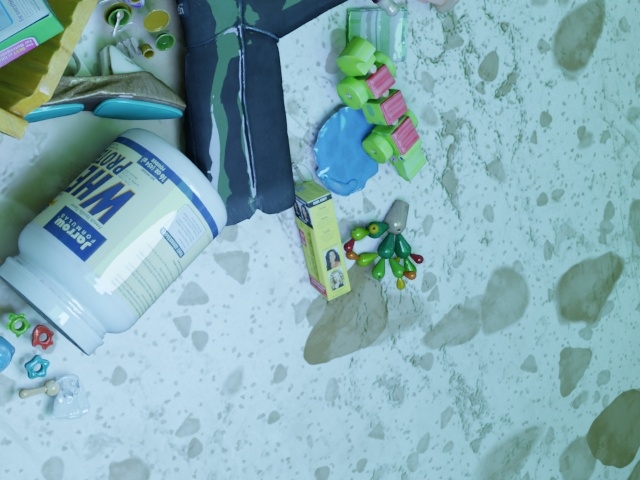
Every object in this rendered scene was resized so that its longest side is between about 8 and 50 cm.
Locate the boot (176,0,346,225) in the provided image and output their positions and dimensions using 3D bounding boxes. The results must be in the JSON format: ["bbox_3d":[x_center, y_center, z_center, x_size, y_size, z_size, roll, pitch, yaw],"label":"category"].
[{"bbox_3d":[-0.080,-0.272,1.599,0.366,0.146,0.446,-11,104,-24],"label":"boot"}]

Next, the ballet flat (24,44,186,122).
[{"bbox_3d":[-0.383,-0.257,1.425,0.342,0.116,0.124,-8,87,-31],"label":"ballet flat"}]

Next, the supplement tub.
[{"bbox_3d":[-0.337,0.002,1.424,0.325,0.235,0.235,-49,124,-18],"label":"supplement tub"}]

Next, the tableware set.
[{"bbox_3d":[-0.296,-0.355,1.438,0.104,0.024,0.154,-26,152,-8],"label":"tableware set"}]

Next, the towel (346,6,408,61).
[{"bbox_3d":[0.118,-0.421,1.792,0.152,0.023,0.113,-11,107,-34],"label":"towel"}]

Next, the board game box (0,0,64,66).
[{"bbox_3d":[-0.532,-0.299,1.119,0.316,0.064,0.242,-31,87,-4],"label":"board game box"}]

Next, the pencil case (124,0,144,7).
[{"bbox_3d":[-0.279,-0.486,1.444,0.086,0.088,0.206,32,82,-28],"label":"pencil case"}]

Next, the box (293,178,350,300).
[{"bbox_3d":[0.000,0.000,1.745,0.058,0.087,0.232,-24,123,-19],"label":"box"}]

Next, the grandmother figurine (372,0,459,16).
[{"bbox_3d":[0.130,-0.546,1.732,0.342,0.104,0.208,10,68,-35],"label":"grandmother figurine"}]

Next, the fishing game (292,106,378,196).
[{"bbox_3d":[0.056,-0.185,1.794,0.264,0.041,0.189,-50,129,-16],"label":"fishing game"}]

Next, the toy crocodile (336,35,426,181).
[{"bbox_3d":[0.130,-0.259,1.738,0.115,0.105,0.341,-44,126,-21],"label":"toy crocodile"}]

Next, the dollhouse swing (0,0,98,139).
[{"bbox_3d":[-0.520,-0.378,1.187,0.305,0.315,0.347,31,83,-48],"label":"dollhouse swing"}]

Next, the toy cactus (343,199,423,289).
[{"bbox_3d":[0.151,-0.002,1.878,0.219,0.112,0.181,28,74,-29],"label":"toy cactus"}]

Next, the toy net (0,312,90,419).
[{"bbox_3d":[-0.478,0.220,1.495,0.122,0.045,0.232,-55,127,-15],"label":"toy net"}]
